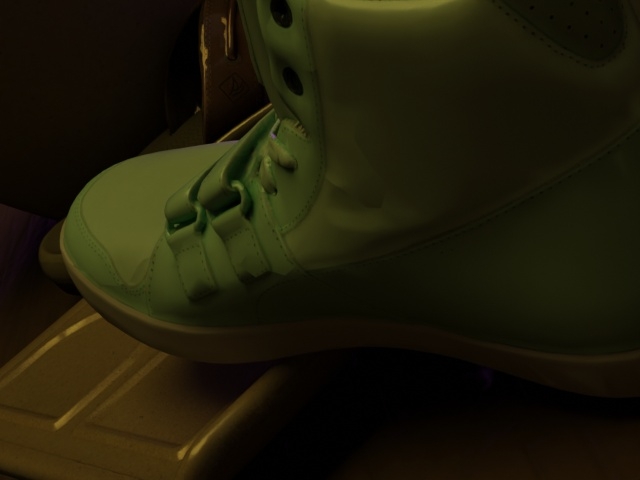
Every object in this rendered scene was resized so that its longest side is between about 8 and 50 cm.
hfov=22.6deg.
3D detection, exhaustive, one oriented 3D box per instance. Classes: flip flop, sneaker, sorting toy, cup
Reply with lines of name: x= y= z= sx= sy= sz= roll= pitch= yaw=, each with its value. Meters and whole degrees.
flip flop: x=-0.057 y=-0.086 z=0.873 sx=0.277 sy=0.080 sz=0.112 roll=-43 pitch=19 yaw=-10
sneaker: x=-0.005 y=-0.042 z=0.468 sx=0.256 sy=0.151 sz=0.094 roll=3 pitch=41 yaw=42
sorting toy: x=0.000 y=0.000 z=0.645 sx=0.307 sy=0.041 sz=0.229 roll=-42 pitch=20 yaw=-28
cup: x=-0.170 y=-0.150 z=0.995 sx=0.331 sy=0.237 sz=0.331 roll=-34 pitch=19 yaw=14

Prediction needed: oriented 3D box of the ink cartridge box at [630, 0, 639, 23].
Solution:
ink cartridge box: x=0.103 y=-0.159 z=0.629 sx=0.211 sy=0.121 sz=0.289 roll=-27 pitch=20 yaw=7
